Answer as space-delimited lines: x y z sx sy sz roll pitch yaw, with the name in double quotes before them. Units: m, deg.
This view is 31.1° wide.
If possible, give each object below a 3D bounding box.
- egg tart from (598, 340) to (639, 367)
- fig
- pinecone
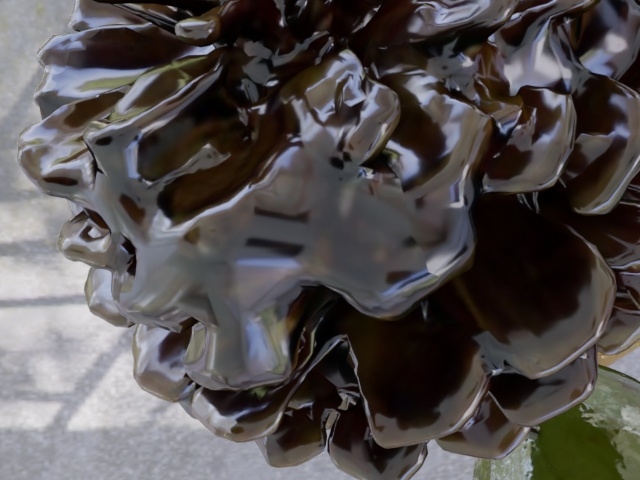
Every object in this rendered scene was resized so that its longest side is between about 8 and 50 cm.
"egg tart" 0.266 0.042 1.187 0.147 0.202 0.202 -39 63 -12
"fig" 0.195 0.188 0.838 0.203 0.203 0.225 -36 91 24
"pinecone" 0.015 -0.083 0.656 0.397 0.397 0.398 -3 85 31
